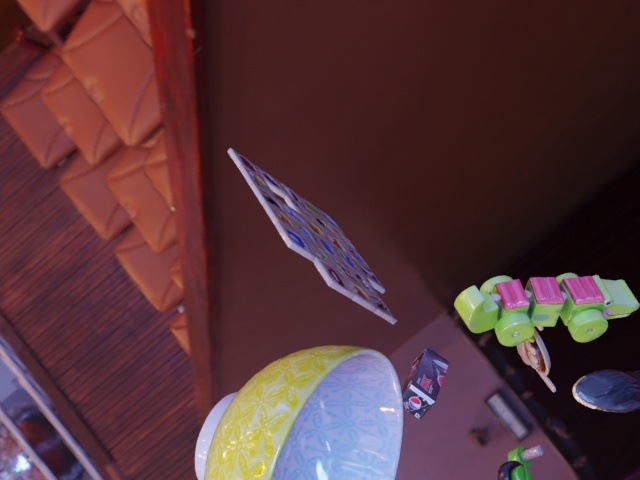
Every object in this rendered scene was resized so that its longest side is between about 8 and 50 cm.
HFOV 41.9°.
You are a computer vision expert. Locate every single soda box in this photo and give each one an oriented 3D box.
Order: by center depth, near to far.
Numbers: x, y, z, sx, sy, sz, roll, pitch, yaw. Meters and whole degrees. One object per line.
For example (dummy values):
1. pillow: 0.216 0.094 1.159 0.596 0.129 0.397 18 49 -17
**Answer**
1. soda box: 0.198 0.271 1.606 0.060 0.053 0.169 35 -154 4

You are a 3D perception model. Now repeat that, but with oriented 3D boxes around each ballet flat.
1. ballet flat: 0.404 0.198 1.099 0.049 0.173 0.057 128 138 -61

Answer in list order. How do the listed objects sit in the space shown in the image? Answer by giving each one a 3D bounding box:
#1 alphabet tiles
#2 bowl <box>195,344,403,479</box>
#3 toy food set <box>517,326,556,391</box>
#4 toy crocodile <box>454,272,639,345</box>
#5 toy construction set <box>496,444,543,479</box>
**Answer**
1. alphabet tiles: 0.000 0.000 0.965 0.198 0.009 0.237 33 -165 -42
2. bowl: -0.042 0.240 0.914 0.156 0.289 0.289 12 164 31
3. toy food set: 0.395 0.203 1.603 0.132 0.039 0.192 -120 7 -56
4. toy crocodile: 0.396 0.107 1.462 0.105 0.341 0.115 98 165 -45
5. toy construction set: 0.277 0.535 1.333 0.257 0.237 0.308 -18 -105 -44
